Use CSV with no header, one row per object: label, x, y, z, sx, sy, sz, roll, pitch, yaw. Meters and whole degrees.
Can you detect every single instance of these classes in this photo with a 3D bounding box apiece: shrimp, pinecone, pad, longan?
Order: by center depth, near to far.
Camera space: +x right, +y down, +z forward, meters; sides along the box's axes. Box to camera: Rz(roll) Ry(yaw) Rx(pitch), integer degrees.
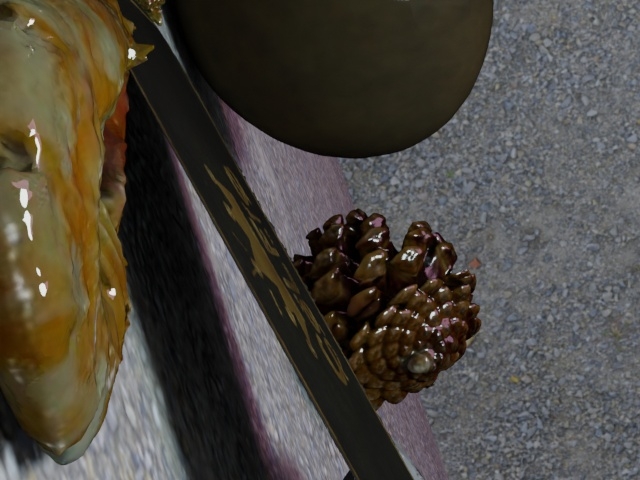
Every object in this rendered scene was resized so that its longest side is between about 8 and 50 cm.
shrimp,-0.092,-0.032,0.520,0.294,0.062,0.154,-92,175,-64
pad,0.000,0.000,0.784,0.375,0.063,0.315,61,3,8
longan,0.007,-0.192,1.100,0.258,0.258,0.258,-19,90,-85
pinecone,0.041,0.050,1.154,0.173,0.173,0.174,-19,90,-85

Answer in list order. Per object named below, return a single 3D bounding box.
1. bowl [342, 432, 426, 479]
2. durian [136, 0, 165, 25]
bowl,0.047,0.213,0.866,0.189,0.086,0.189,58,4,-7
durian,-0.126,-0.269,0.897,0.139,0.144,0.252,-36,-104,56
